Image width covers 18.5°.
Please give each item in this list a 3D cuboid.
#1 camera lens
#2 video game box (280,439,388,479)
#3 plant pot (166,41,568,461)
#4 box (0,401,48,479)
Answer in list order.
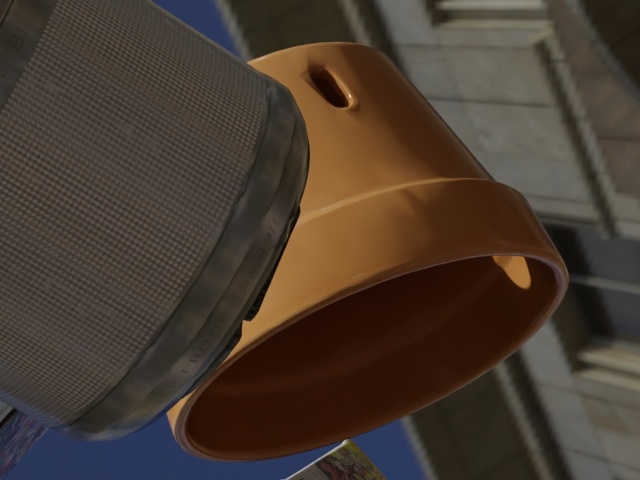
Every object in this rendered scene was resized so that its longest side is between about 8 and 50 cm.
[{"bbox_3d":[-0.161,-0.041,1.013,0.274,0.219,0.219,32,-101,-18],"label":"camera lens"},{"bbox_3d":[0.050,0.266,1.618,0.205,0.187,0.048,48,-70,9],"label":"video game box"},{"bbox_3d":[0.000,0.000,1.375,0.291,0.291,0.203,-9,-117,-31],"label":"plant pot"},{"bbox_3d":[-0.245,0.137,1.484,0.044,0.233,0.159,39,-120,3],"label":"box"}]
